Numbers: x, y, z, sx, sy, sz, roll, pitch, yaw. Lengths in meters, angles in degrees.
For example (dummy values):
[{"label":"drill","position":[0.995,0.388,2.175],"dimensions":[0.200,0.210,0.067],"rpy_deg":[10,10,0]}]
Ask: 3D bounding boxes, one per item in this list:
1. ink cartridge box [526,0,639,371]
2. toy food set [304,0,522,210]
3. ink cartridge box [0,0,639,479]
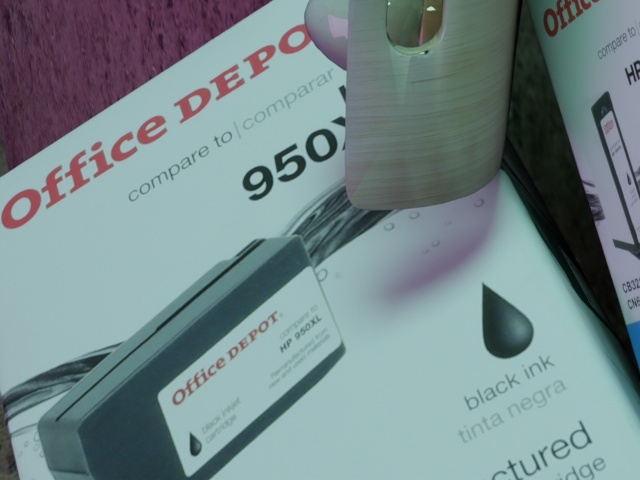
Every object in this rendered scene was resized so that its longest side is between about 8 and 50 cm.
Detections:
[{"label":"ink cartridge box","position":[0.173,-0.039,0.658],"dimensions":[0.148,0.086,0.203],"rpy_deg":[142,112,-69]},{"label":"toy food set","position":[0.051,-0.184,0.725],"dimensions":[0.306,0.092,0.219],"rpy_deg":[-76,-11,-54]},{"label":"ink cartridge box","position":[0.003,0.083,0.817],"dimensions":[0.166,0.285,0.395],"rpy_deg":[48,-165,-49]}]
